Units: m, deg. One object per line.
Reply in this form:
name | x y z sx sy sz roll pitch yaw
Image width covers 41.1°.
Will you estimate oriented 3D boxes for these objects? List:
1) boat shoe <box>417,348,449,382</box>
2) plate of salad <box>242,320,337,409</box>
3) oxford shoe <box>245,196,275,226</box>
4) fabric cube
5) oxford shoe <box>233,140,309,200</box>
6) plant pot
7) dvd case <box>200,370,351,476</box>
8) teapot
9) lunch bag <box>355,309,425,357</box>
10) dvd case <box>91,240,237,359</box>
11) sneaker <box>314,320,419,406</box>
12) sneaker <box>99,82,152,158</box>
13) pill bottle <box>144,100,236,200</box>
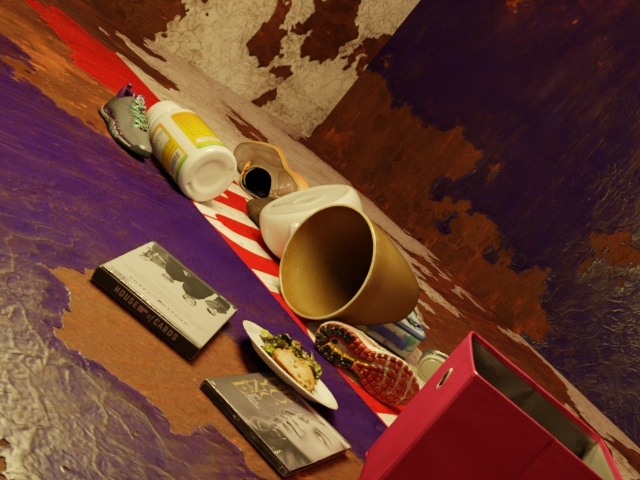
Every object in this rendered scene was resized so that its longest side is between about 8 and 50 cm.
boat shoe | 0.332 0.335 1.937 0.255 0.095 0.079 31 21 3
plate of salad | -0.041 0.186 1.332 0.200 0.048 0.200 41 2 -1
oxford shoe | -0.109 -0.071 2.142 0.096 0.082 0.227 40 9 26
fabric cube | 0.220 0.319 1.163 0.259 0.258 0.254 40 11 3
oxford shoe | -0.167 -0.194 2.349 0.133 0.129 0.364 11 19 -38
plant pot | 0.084 0.079 1.746 0.254 0.237 0.237 28 15 -47
dvd case | -0.055 0.245 1.178 0.164 0.018 0.221 43 10 20
teapot | -0.010 -0.006 1.933 0.253 0.256 0.187 16 -56 60
lunch bag | 0.135 0.167 1.970 0.219 0.090 0.176 34 16 -21
dvd case | -0.222 0.080 1.263 0.179 0.029 0.238 40 11 0
sneaker | 0.094 0.221 1.599 0.225 0.088 0.093 40 9 0
sneaker | -0.413 -0.269 1.872 0.083 0.098 0.223 28 16 -48
pill bottle | -0.300 -0.208 1.902 0.136 0.136 0.245 27 17 -50
